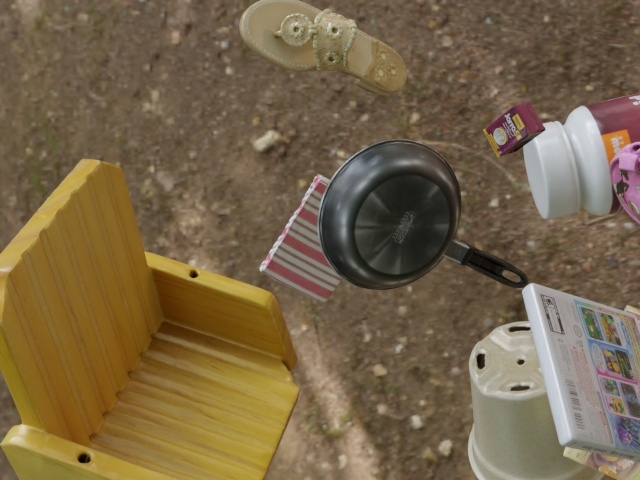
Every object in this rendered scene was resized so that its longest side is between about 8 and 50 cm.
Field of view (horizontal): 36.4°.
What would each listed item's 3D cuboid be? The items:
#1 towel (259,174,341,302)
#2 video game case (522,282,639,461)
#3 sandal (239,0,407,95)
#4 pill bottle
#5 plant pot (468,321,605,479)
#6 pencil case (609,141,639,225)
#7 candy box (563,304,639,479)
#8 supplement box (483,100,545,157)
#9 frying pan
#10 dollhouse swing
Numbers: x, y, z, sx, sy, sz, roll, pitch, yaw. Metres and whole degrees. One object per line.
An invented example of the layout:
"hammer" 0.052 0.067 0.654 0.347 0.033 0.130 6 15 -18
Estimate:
"towel" 0.000 0.000 1.691 0.197 0.144 0.029 -58 27 5
"video game case" 0.256 0.123 0.889 0.019 0.143 0.157 -44 40 41
"sandal" 0.026 -0.237 1.148 0.079 0.240 0.088 -12 69 51
"pill bottle" 0.614 -0.175 1.920 0.392 0.224 0.224 -13 84 3
"plant pot" 0.462 0.360 2.148 0.333 0.334 0.306 23 145 42
"pencil case" 0.688 -0.156 1.635 0.160 0.386 0.167 62 174 19
"candy box" 0.616 0.307 1.883 0.182 0.087 0.317 23 105 13
"supplement box" 0.308 -0.176 1.551 0.083 0.043 0.055 -41 72 53
"frying pan" 0.129 0.017 1.236 0.197 0.326 0.053 -42 27 -3
"dollhouse swing" -0.186 0.119 1.157 0.315 0.347 0.305 17 130 7
